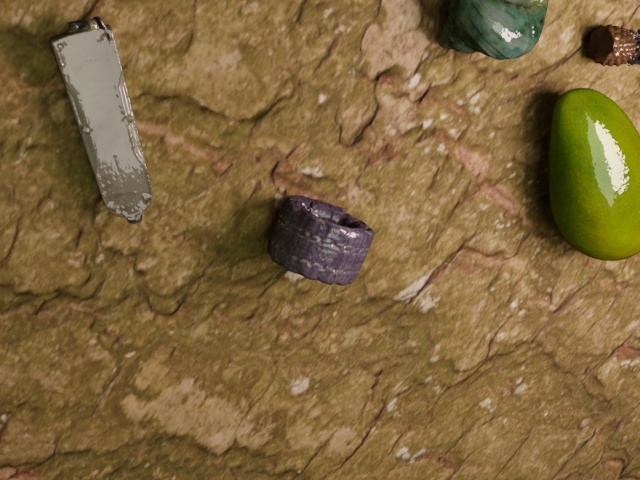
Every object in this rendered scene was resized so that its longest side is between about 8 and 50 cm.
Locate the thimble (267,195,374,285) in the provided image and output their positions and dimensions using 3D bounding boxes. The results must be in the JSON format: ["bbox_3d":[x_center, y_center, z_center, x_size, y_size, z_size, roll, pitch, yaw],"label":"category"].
[{"bbox_3d":[-0.002,0.000,1.153,0.150,0.150,0.098,14,105,-26],"label":"thimble"}]

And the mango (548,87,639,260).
[{"bbox_3d":[0.482,-0.111,1.306,0.192,0.156,0.343,-37,115,-16],"label":"mango"}]

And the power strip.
[{"bbox_3d":[-0.291,-0.158,1.028,0.080,0.048,0.286,-17,115,-13],"label":"power strip"}]

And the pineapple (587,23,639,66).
[{"bbox_3d":[0.537,-0.333,1.297,0.159,0.074,0.074,-4,111,-30],"label":"pineapple"}]

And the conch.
[{"bbox_3d":[0.270,-0.362,1.145,0.188,0.122,0.176,-38,98,-8],"label":"conch"}]
